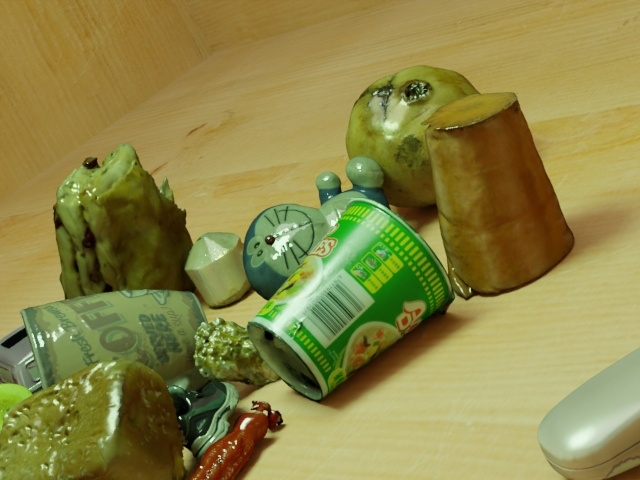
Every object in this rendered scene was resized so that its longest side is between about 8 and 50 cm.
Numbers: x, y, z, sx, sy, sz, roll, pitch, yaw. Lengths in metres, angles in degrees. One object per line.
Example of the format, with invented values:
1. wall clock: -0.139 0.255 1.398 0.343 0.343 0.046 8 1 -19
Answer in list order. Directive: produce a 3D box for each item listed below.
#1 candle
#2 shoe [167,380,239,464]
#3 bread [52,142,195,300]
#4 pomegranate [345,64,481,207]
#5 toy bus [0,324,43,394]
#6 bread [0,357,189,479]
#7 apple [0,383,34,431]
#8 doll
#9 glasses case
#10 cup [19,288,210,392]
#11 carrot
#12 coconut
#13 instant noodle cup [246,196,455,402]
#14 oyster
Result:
1. candle: -0.148 0.310 1.541 0.051 0.048 0.329 -2 30 33
2. shoe: -0.173 0.229 1.686 0.071 0.099 0.169 -53 12 21
3. bread: -0.329 0.010 2.177 0.191 0.370 0.314 9 29 13
4. pomegranate: 0.170 -0.172 2.098 0.260 0.260 0.260 -24 19 9
5. toy bus: -0.453 0.214 2.044 0.142 0.142 0.202 -36 21 -25
6. bread: -0.292 0.281 1.587 0.246 0.176 0.196 -26 41 22
7. apple: -0.474 0.286 1.856 0.147 0.163 0.146 -23 59 -22
8. doll: 0.000 0.000 1.978 0.258 0.154 0.228 -17 55 -6
9. glasses case: 0.357 0.148 1.263 0.296 0.075 0.113 -29 18 -8
10. cup: -0.276 0.198 1.804 0.257 0.227 0.301 -17 48 -12
11. carrot: 0.230 -0.074 1.744 0.196 0.254 0.196 -20 21 8
12. coconut: -0.176 0.042 2.163 0.116 0.122 0.116 -24 20 9
13. instant noodle cup: 0.033 0.092 1.690 0.232 0.207 0.207 -42 23 -21
14. oyster: -0.116 0.167 1.785 0.121 0.146 0.045 -42 -2 -16
